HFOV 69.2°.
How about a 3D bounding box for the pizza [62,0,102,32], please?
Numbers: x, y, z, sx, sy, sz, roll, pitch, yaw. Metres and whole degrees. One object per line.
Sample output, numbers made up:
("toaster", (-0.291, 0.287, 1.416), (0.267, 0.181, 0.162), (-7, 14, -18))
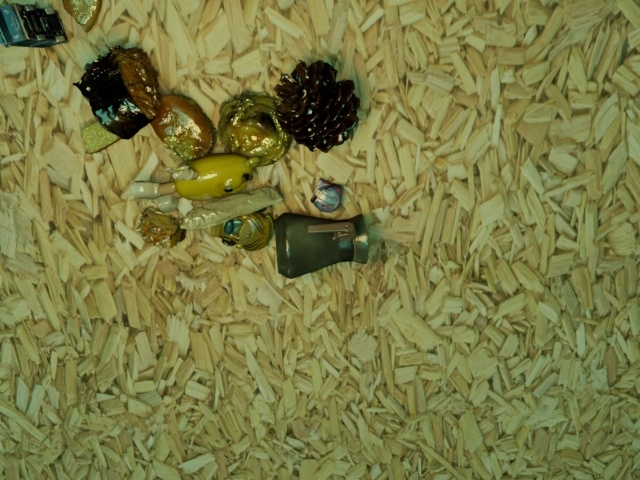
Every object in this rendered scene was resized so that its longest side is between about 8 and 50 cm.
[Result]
("pizza", (-0.802, -0.846, 1.557), (0.134, 0.056, 0.271), (-4, 111, -1))

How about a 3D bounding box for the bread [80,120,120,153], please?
("bread", (-0.810, -0.394, 1.721), (0.187, 0.065, 0.103), (-22, 114, 9))

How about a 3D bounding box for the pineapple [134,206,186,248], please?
("pineapple", (-0.612, -0.039, 1.808), (0.236, 0.186, 0.115), (35, 117, 34))

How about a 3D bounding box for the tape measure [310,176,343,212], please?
("tape measure", (0.028, -0.171, 1.794), (0.118, 0.074, 0.125), (27, 103, -4))

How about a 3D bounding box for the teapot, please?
("teapot", (0.000, 0.000, 1.754), (0.343, 0.300, 0.254), (-6, 75, -5))

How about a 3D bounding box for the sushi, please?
("sushi", (-0.660, -0.505, 1.529), (0.207, 0.349, 0.234), (-33, 147, 15))

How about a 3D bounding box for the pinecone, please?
("pinecone", (-0.017, -0.470, 1.589), (0.295, 0.242, 0.299), (17, 85, -34))

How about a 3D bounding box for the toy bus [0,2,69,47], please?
("toy bus", (-0.953, -0.696, 1.518), (0.133, 0.234, 0.116), (-9, 110, 6))

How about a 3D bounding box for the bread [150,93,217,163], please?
("bread", (-0.498, -0.409, 1.678), (0.179, 0.133, 0.250), (-35, 107, 8))

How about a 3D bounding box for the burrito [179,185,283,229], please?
("burrito", (-0.331, -0.121, 1.705), (0.391, 0.117, 0.076), (-20, 124, -21))

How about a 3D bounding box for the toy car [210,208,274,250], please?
("toy car", (-0.305, -0.050, 1.800), (0.247, 0.142, 0.201), (12, 110, -4))

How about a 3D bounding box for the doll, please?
("doll", (-0.458, -0.213, 1.664), (0.423, 0.348, 0.161), (-18, 84, 43))

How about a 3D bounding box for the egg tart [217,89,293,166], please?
("egg tart", (-0.243, -0.400, 1.688), (0.296, 0.132, 0.297), (2, 112, 5))
